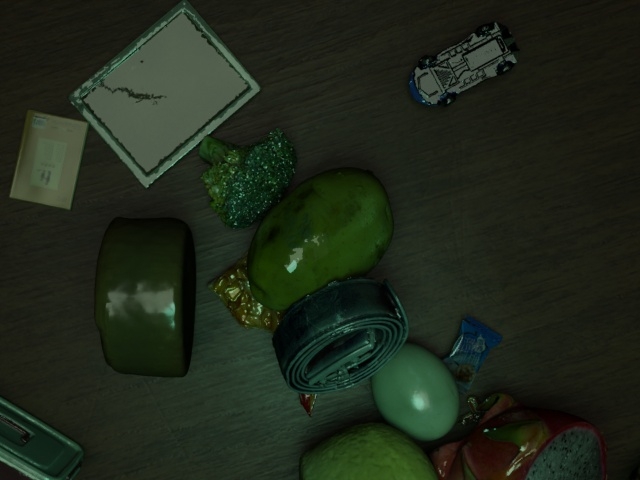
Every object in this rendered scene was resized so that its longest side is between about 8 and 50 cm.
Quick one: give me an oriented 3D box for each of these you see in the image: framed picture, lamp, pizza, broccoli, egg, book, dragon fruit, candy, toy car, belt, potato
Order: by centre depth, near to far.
[{"bbox_3d":[0.041,0.167,1.560,0.267,0.206,0.116,-46,47,32],"label":"belt"},{"bbox_3d":[0.002,0.000,1.603,0.216,0.216,0.304,45,62,-1],"label":"potato"},{"bbox_3d":[0.340,0.418,1.615,0.305,0.226,0.305,-10,107,-37],"label":"dragon fruit"},{"bbox_3d":[0.171,0.273,1.644,0.149,0.149,0.192,-31,62,-2],"label":"egg"},{"bbox_3d":[-0.149,-0.130,1.661,0.194,0.194,0.219,21,112,-2],"label":"broccoli"},{"bbox_3d":[-0.132,0.089,1.684,0.161,0.062,0.182,2,91,0],"label":"pizza"},{"bbox_3d":[-0.511,-0.152,1.698,0.118,0.012,0.172,12,89,-2],"label":"book"},{"bbox_3d":[0.268,-0.327,1.700,0.216,0.063,0.103,-28,90,4],"label":"toy car"},{"bbox_3d":[-0.293,-0.277,1.704,0.293,0.018,0.231,-40,91,-2],"label":"framed picture"},{"bbox_3d":[0.274,0.218,1.709,0.088,0.038,0.136,32,96,-15],"label":"candy"},{"bbox_3d":[0.309,0.338,1.711,0.083,0.031,0.063,24,89,-6],"label":"lamp"}]

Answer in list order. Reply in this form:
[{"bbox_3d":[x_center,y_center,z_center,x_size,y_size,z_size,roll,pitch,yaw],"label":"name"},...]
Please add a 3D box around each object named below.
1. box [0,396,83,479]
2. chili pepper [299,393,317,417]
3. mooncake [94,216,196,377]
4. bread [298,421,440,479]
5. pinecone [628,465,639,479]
[{"bbox_3d":[-0.595,0.397,1.608,0.294,0.193,0.167,32,97,-2],"label":"box"},{"bbox_3d":[-0.019,0.197,1.695,0.059,0.050,0.267,2,92,-47],"label":"chili pepper"},{"bbox_3d":[-0.301,0.097,1.566,0.156,0.284,0.284,-1,89,-2],"label":"mooncake"},{"bbox_3d":[0.100,0.482,1.571,0.237,0.320,0.320,-15,90,-5],"label":"bread"},{"bbox_3d":[0.655,0.494,1.635,0.222,0.221,0.221,0,89,-2],"label":"pinecone"}]
